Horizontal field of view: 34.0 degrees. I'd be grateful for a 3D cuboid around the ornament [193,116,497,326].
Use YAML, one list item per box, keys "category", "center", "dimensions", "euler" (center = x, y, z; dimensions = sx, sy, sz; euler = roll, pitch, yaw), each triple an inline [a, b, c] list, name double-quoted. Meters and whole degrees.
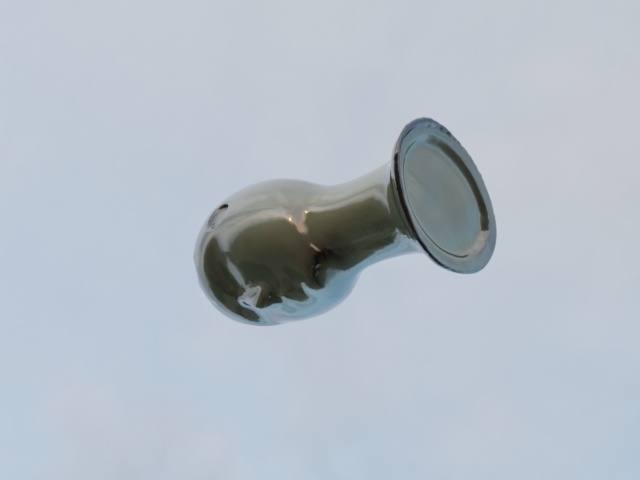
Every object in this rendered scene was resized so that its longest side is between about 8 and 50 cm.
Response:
- category: "ornament"
  center: [0.000, 0.000, 0.490]
  dimensions: [0.156, 0.081, 0.075]
  euler: [-16, -58, 43]
